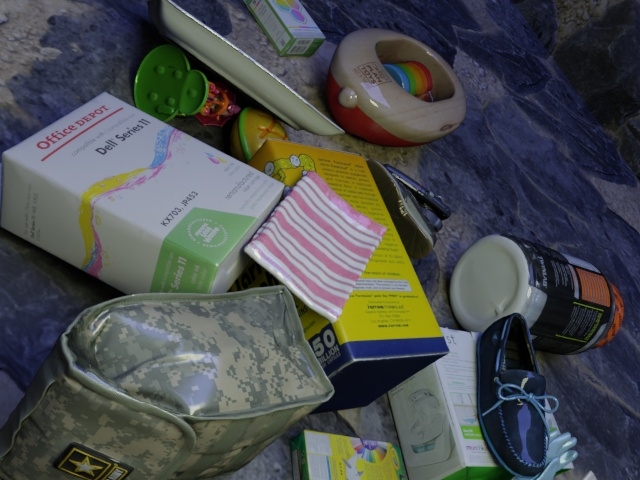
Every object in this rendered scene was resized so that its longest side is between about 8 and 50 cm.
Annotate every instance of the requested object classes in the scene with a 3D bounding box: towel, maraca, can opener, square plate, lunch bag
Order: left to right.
[{"bbox_3d":[-0.172,0.171,0.712,0.287,0.235,0.168,1,53,-42],"label":"lunch bag"},{"bbox_3d":[-0.149,-0.293,1.174,0.344,0.049,0.347,34,5,-24],"label":"square plate"},{"bbox_3d":[-0.098,-0.142,1.181,0.127,0.099,0.185,-21,95,-65],"label":"maraca"},{"bbox_3d":[0.000,0.000,0.884,0.144,0.029,0.197,38,42,-4],"label":"towel"},{"bbox_3d":[0.201,-0.100,1.453,0.186,0.059,0.073,42,38,-7],"label":"can opener"}]

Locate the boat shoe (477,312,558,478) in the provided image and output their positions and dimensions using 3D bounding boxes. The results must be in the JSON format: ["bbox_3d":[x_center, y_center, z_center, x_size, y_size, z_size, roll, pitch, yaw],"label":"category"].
[{"bbox_3d":[0.284,0.216,1.012,0.109,0.089,0.258,12,45,-18],"label":"boat shoe"}]

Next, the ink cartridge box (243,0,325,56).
[{"bbox_3d":[-0.092,-0.515,1.543,0.109,0.062,0.209,-17,69,-49],"label":"ink cartridge box"}]

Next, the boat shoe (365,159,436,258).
[{"bbox_3d":[0.156,-0.068,1.373,0.223,0.080,0.073,55,32,2],"label":"boat shoe"}]

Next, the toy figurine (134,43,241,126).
[{"bbox_3d":[-0.196,-0.241,1.148,0.173,0.130,0.159,20,8,35],"label":"toy figurine"}]

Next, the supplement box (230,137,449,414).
[{"bbox_3d":[-0.001,0.054,1.014,0.195,0.194,0.356,5,53,-41],"label":"supplement box"}]

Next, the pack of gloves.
[{"bbox_3d":[0.319,0.405,1.034,0.232,0.046,0.195,-36,110,-21],"label":"pack of gloves"}]

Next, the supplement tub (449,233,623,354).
[{"bbox_3d":[0.442,0.117,1.367,0.338,0.207,0.207,16,47,-34],"label":"supplement tub"}]

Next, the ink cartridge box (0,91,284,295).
[{"bbox_3d":[-0.252,-0.063,0.866,0.354,0.119,0.207,27,38,4],"label":"ink cartridge box"}]

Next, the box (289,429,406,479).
[{"bbox_3d":[0.046,0.326,0.940,0.179,0.043,0.105,17,46,-29],"label":"box"}]

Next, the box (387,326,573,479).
[{"bbox_3d":[0.252,0.276,1.110,0.262,0.127,0.231,13,48,-35],"label":"box"}]

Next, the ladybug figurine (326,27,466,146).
[{"bbox_3d":[0.160,-0.330,1.536,0.449,0.162,0.305,-20,71,-50],"label":"ladybug figurine"}]
